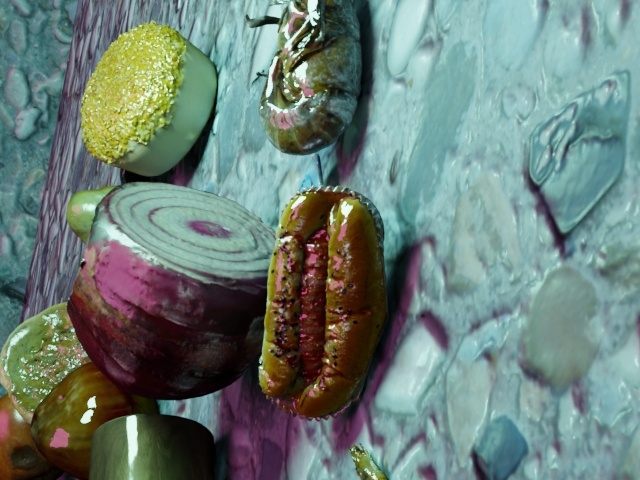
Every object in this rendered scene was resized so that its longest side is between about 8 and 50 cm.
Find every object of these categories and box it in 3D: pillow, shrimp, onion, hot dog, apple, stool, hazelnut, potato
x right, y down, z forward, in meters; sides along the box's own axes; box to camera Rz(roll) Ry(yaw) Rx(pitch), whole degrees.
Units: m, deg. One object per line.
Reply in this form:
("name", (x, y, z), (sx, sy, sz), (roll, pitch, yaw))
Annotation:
("pillow", (-0.363, -0.124, 2.250), (0.208, 0.055, 0.141), (93, -178, -56))
("shrimp", (-0.011, -0.263, 1.451), (0.145, 0.116, 0.343), (-14, 61, 40))
("onion", (-0.200, 0.083, 1.504), (0.260, 0.281, 0.337), (-67, 25, 19))
("shrimp", (0.044, 0.262, 1.171), (0.114, 0.023, 0.083), (-121, 45, -54))
("hot dog", (0.005, 0.069, 1.239), (0.144, 0.075, 0.268), (15, 104, 27))
("apple", (-0.629, 0.428, 2.480), (0.230, 0.230, 0.230), (-168, 90, -68))
("stool", (-0.234, 0.393, 1.568), (0.179, 0.179, 0.264), (127, 147, -47))
("hazelnut", (-0.384, 0.313, 1.938), (0.251, 0.217, 0.217), (-132, 57, -64))
("potato", (-0.378, -0.031, 2.117), (0.157, 0.194, 0.157), (-161, 90, -79))

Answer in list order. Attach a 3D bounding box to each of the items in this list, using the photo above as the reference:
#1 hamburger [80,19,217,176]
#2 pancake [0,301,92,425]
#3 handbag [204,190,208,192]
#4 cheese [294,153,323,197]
("hamburger", (-0.320, -0.254, 2.052), (0.294, 0.179, 0.276), (11, 78, 58))
("pancake", (-0.491, 0.238, 2.214), (0.049, 0.282, 0.282), (80, -174, -57))
("handbag", (-0.223, 0.041, 1.863), (0.216, 0.074, 0.203), (-117, 45, -58))
("cheese", (0.000, 0.000, 1.372), (0.135, 0.052, 0.245), (-64, 25, 25))
